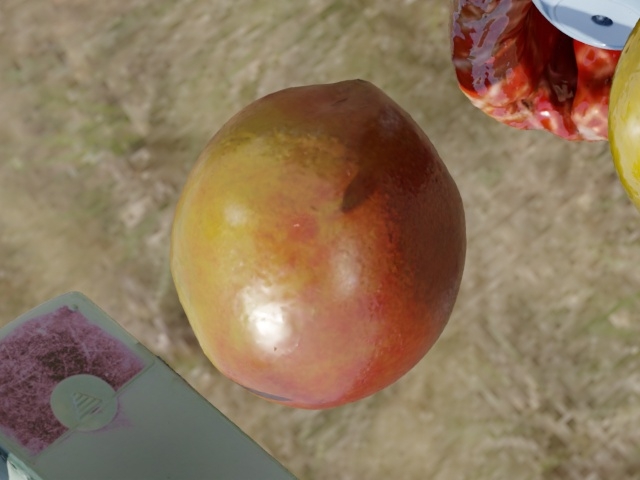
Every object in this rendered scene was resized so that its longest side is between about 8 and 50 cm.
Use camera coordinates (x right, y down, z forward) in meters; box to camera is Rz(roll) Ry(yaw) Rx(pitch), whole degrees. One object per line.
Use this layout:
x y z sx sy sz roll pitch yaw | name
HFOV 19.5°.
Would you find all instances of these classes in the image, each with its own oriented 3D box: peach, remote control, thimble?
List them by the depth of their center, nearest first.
-0.100 0.176 1.258 0.344 0.145 0.050 39 141 17 | remote control
0.288 -0.265 1.770 0.350 0.231 0.350 4 144 3 | thimble
0.000 0.000 1.875 0.308 0.308 0.332 27 112 39 | peach

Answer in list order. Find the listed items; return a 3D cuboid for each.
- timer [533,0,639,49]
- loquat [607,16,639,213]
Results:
0.240 -0.248 1.371 0.175 0.255 0.175 19 139 17 | timer
0.288 -0.090 1.155 0.213 0.213 0.246 35 143 29 | loquat
